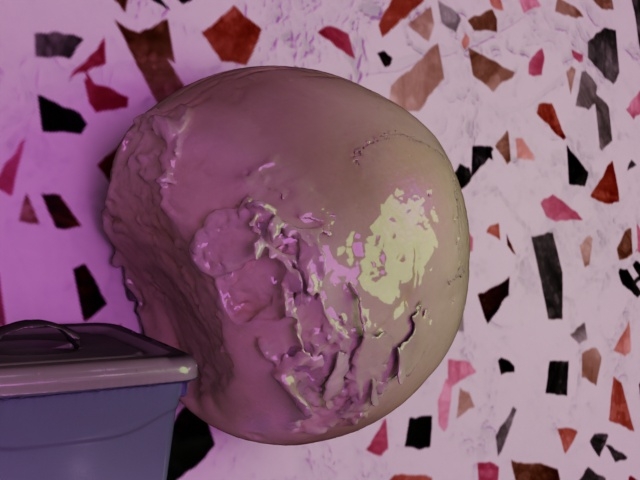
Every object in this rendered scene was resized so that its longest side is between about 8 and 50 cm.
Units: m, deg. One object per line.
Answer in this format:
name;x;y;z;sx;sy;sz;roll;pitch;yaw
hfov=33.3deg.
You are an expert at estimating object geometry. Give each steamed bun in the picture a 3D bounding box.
steamed bun;0.000;0.000;0.935;0.312;0.233;0.334;-35;109;-33

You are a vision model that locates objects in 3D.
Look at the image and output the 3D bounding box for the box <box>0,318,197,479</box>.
box;-0.220;0.124;0.806;0.227;0.162;0.130;-1;97;-37
